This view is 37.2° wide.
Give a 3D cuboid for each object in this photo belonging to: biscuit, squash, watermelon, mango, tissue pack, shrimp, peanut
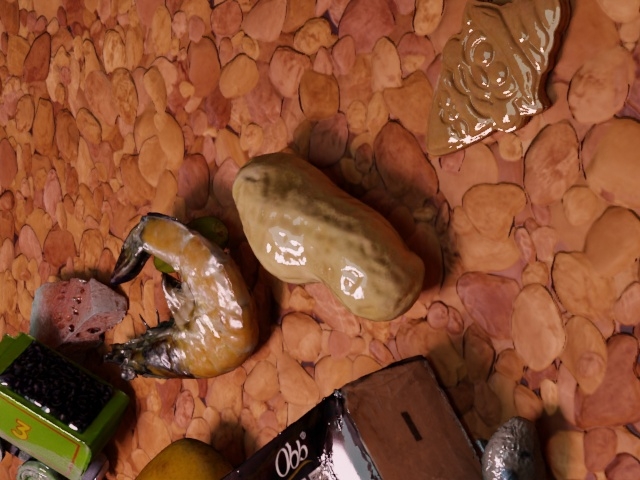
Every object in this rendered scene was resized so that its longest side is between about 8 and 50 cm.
[{"bbox_3d":[0.192,-0.188,1.084,0.162,0.035,0.250,58,132,28],"label":"biscuit"},{"bbox_3d":[-0.207,0.011,1.486,0.201,0.066,0.066,-26,77,51],"label":"squash"},{"bbox_3d":[-0.440,0.135,1.730,0.241,0.094,0.154,-23,69,43],"label":"watermelon"},{"bbox_3d":[-0.233,0.482,1.469,0.264,0.221,0.378,40,113,39],"label":"mango"},{"bbox_3d":[0.016,0.323,1.207,0.370,0.198,0.210,-43,63,39],"label":"tissue pack"},{"bbox_3d":[-0.256,0.110,1.498,0.445,0.085,0.272,-29,92,49],"label":"shrimp"},{"bbox_3d":[0.000,0.000,1.225,0.319,0.148,0.147,38,121,32],"label":"peanut"}]

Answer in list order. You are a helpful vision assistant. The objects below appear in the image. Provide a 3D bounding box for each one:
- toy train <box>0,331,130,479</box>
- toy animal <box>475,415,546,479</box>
[{"bbox_3d":[-0.506,0.316,1.691,0.307,0.173,0.248,31,131,3],"label":"toy train"},{"bbox_3d":[0.217,0.322,1.091,0.070,0.079,0.252,-158,70,-64],"label":"toy animal"}]
